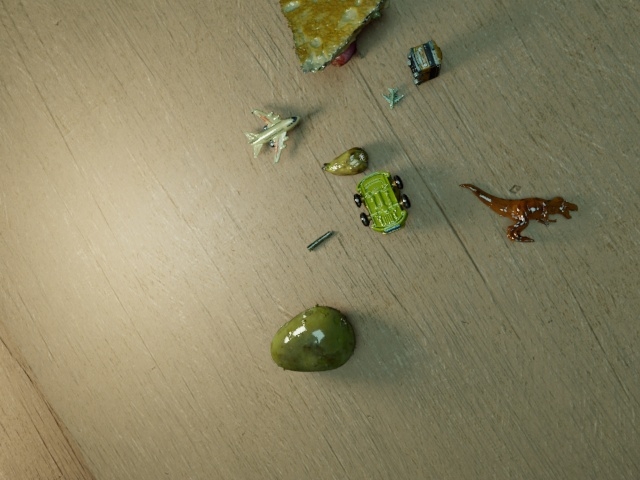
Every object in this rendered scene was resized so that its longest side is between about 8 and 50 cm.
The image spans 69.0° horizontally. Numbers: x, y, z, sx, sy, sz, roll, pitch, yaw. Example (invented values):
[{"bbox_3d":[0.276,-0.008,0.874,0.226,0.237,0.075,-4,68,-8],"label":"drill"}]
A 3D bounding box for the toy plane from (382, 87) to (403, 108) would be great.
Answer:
[{"bbox_3d":[0.284,-0.560,1.834,0.080,0.033,0.083,5,104,12],"label":"toy plane"}]

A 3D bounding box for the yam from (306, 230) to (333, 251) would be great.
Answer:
[{"bbox_3d":[0.000,0.000,1.958,0.129,0.033,0.027,-35,60,9],"label":"yam"}]

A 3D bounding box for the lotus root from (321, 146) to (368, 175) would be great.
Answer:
[{"bbox_3d":[0.102,-0.309,1.874,0.191,0.094,0.108,-14,69,22],"label":"lotus root"}]

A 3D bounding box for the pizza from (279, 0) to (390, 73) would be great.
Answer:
[{"bbox_3d":[0.060,-0.844,1.738,0.392,0.080,0.435,-21,69,11],"label":"pizza"}]

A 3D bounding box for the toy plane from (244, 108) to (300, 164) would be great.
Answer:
[{"bbox_3d":[-0.190,-0.447,1.917,0.256,0.104,0.242,-22,88,14],"label":"toy plane"}]

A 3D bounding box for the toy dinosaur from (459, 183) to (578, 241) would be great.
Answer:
[{"bbox_3d":[0.734,-0.092,1.745,0.432,0.097,0.208,9,84,9],"label":"toy dinosaur"}]

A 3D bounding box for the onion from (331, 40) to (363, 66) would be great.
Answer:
[{"bbox_3d":[0.111,-0.740,1.820,0.140,0.150,0.150,24,102,-25],"label":"onion"}]

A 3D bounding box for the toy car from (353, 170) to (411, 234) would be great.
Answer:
[{"bbox_3d":[0.248,-0.142,1.827,0.200,0.142,0.248,-20,71,13],"label":"toy car"}]

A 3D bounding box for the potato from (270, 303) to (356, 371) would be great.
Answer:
[{"bbox_3d":[-0.042,0.407,1.908,0.359,0.219,0.269,-14,99,16],"label":"potato"}]

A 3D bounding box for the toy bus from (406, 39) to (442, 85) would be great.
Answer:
[{"bbox_3d":[0.387,-0.652,1.716,0.114,0.201,0.098,-20,91,12],"label":"toy bus"}]
